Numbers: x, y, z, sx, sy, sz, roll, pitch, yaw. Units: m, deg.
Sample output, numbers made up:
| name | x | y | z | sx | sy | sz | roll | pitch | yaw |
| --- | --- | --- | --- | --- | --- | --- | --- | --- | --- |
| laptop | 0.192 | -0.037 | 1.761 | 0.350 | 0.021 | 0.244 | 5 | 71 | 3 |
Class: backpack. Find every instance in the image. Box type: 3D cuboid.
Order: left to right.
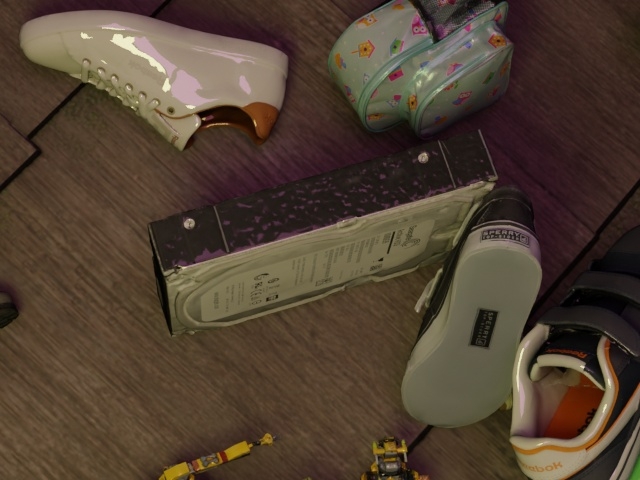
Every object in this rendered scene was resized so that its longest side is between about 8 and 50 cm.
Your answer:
| name | x | y | z | sx | sy | sz | roll | pitch | yaw |
| --- | --- | --- | --- | --- | --- | --- | --- | --- | --- |
| backpack | 0.109 | -0.192 | 1.765 | 0.188 | 0.166 | 0.144 | -24 | 72 | -7 |

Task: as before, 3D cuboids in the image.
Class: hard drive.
| name | x | y | z | sx | sy | sz | roll | pitch | yaw |
| --- | --- | --- | --- | --- | --- | --- | --- | --- | --- |
| hard drive | 0.000 | 0.000 | 1.677 | 0.339 | 0.237 | 0.064 | -17 | 73 | -9 |

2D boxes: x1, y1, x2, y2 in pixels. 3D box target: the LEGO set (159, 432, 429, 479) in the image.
| name | x | y | z | sx | sy | sz | roll | pitch | yaw |
| --- | --- | --- | --- | --- | --- | --- | --- | --- | --- |
| LEGO set | -0.025 | 0.289 | 1.603 | 0.331 | 0.192 | 0.255 | 4 | 52 | -1 |

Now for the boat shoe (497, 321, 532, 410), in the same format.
| name | x | y | z | sx | sy | sz | roll | pitch | yaw |
| --- | --- | --- | --- | --- | --- | --- | --- | --- | --- |
| boat shoe | 0.203 | 0.105 | 1.772 | 0.049 | 0.056 | 0.152 | -2 | 88 | -10 |

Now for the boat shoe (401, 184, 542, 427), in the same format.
| name | x | y | z | sx | sy | sz | roll | pitch | yaw |
| --- | --- | --- | --- | --- | --- | --- | --- | --- | --- |
| boat shoe | 0.152 | 0.069 | 1.673 | 0.113 | 0.306 | 0.105 | 9 | 47 | 1 |

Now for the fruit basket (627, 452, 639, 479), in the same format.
| name | x | y | z | sx | sy | sz | roll | pitch | yaw |
| --- | --- | --- | --- | --- | --- | --- | --- | --- | --- |
| fruit basket | 0.427 | 0.203 | 1.696 | 0.392 | 0.392 | 0.283 | -44 | 124 | -12 |

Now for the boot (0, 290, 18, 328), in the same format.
| name | x | y | z | sx | sy | sz | roll | pitch | yaw |
| --- | --- | --- | --- | --- | --- | --- | --- | --- | --- |
| boot | -0.446 | 0.036 | 1.715 | 0.247 | 0.083 | 0.161 | -10 | 74 | -9 |

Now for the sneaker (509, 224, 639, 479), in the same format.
| name | x | y | z | sx | sy | sz | roll | pitch | yaw |
| --- | --- | --- | --- | --- | --- | --- | --- | --- | --- |
| sneaker | 0.279 | 0.100 | 1.617 | 0.127 | 0.126 | 0.321 | 45 | 58 | -40 |

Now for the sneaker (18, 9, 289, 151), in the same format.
| name | x | y | z | sx | sy | sz | roll | pitch | yaw |
| --- | --- | --- | --- | --- | --- | --- | --- | --- | --- |
| sneaker | -0.182 | -0.166 | 1.763 | 0.290 | 0.106 | 0.123 | 9 | 75 | -5 |
